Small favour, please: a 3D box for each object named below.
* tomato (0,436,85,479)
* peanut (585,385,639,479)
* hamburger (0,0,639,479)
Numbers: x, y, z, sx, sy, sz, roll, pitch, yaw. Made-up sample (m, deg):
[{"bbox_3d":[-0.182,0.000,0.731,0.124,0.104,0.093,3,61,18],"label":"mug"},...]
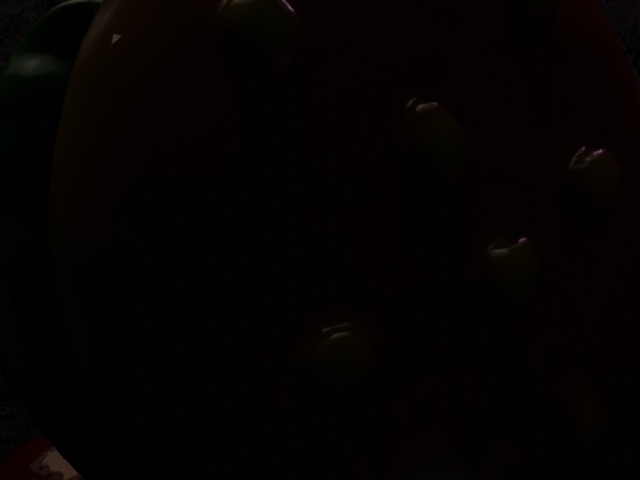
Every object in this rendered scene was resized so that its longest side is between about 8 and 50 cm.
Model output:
[{"bbox_3d":[-0.211,0.238,0.890,0.233,0.139,0.200,-2,-9,-33],"label":"tomato"},{"bbox_3d":[0.264,0.119,0.794,0.313,0.152,0.152,-8,-13,-4],"label":"peanut"},{"bbox_3d":[0.000,0.000,0.575,0.396,0.395,0.277,-3,-3,-30],"label":"hamburger"}]
